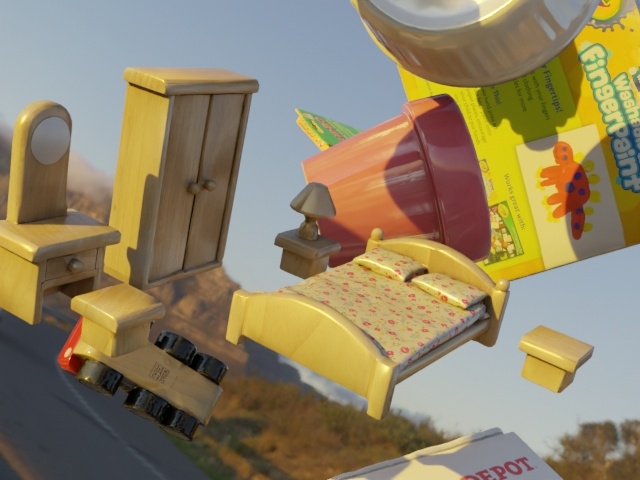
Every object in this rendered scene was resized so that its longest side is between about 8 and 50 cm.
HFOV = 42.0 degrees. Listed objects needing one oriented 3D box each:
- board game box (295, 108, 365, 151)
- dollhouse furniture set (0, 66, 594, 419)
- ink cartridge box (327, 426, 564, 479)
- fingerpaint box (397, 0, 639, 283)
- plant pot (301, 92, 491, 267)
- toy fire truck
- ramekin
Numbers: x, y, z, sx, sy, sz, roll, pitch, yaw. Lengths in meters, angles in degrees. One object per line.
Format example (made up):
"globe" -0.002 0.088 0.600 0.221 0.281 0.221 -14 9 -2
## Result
"board game box" 0.066 -0.179 1.579 0.260 0.039 0.124 15 28 -44
"dollhouse furniture set" 0.000 0.000 0.602 0.356 0.173 0.303 22 21 29
"ink cartridge box" 0.181 0.366 0.689 0.286 0.166 0.395 -1 34 -42
"fingerpaint box" 0.355 -0.183 1.307 0.371 0.444 0.163 -20 -7 26
"plant pot" 0.080 -0.051 0.954 0.180 0.201 0.201 -14 -16 -1
"toy fire truck" -0.280 0.172 1.224 0.217 0.158 0.246 39 -28 -31
"ramekin" 0.140 -0.293 0.817 0.273 0.272 0.127 24 9 22
